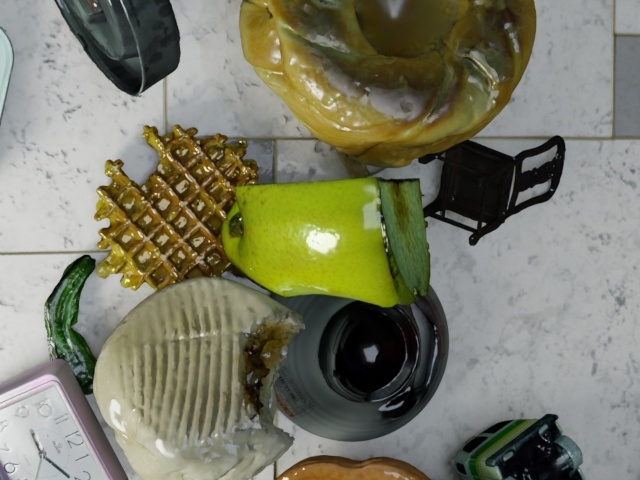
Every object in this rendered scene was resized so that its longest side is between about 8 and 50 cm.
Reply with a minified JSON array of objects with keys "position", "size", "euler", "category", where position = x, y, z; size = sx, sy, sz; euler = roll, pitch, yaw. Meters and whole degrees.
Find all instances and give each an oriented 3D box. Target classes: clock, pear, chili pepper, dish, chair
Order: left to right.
[{"position":[-0.356,0.270,1.845],"size":[0.150,0.063,0.197],"euler":[-24,101,7],"category":"clock"},{"position":[-0.322,0.111,1.875],"size":[0.073,0.050,0.182],"euler":[-5,92,-7],"category":"chili pepper"},{"position":[-0.270,-0.321,1.728],"size":[0.061,0.312,0.312],"euler":[-31,101,-17],"category":"clock"},{"position":[0.000,0.000,1.817],"size":[0.292,0.292,0.159],"euler":[-1,92,-15],"category":"pear"},{"position":[0.061,0.147,1.936],"size":[0.273,0.134,0.273],"euler":[-1,95,-16],"category":"dish"},{"position":[0.234,-0.087,1.983],"size":[0.229,0.113,0.106],"euler":[-29,134,-49],"category":"chair"}]

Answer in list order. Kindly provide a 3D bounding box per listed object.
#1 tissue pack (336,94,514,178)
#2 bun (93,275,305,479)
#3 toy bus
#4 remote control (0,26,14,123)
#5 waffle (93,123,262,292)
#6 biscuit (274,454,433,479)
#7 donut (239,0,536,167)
[{"position":[0.114,-0.201,1.929],"size":[0.234,0.125,0.159],"euler":[-29,96,-12],"category":"tissue pack"},{"position":[-0.152,0.195,1.844],"size":[0.282,0.205,0.281],"euler":[-2,64,5],"category":"bun"},{"position":[0.303,0.385,1.999],"size":[0.134,0.165,0.276],"euler":[-31,102,-26],"category":"toy bus"},{"position":[-0.455,-0.161,1.819],"size":[0.104,0.052,0.247],"euler":[14,90,-14],"category":"remote control"},{"position":[-0.184,-0.037,1.900],"size":[0.232,0.051,0.228],"euler":[5,92,-16],"category":"waffle"},{"position":[0.091,0.457,1.916],"size":[0.455,0.078,0.349],"euler":[9,103,7],"category":"biscuit"},{"position":[0.082,-0.268,1.783],"size":[0.360,0.170,0.360],"euler":[2,76,-10],"category":"donut"}]
